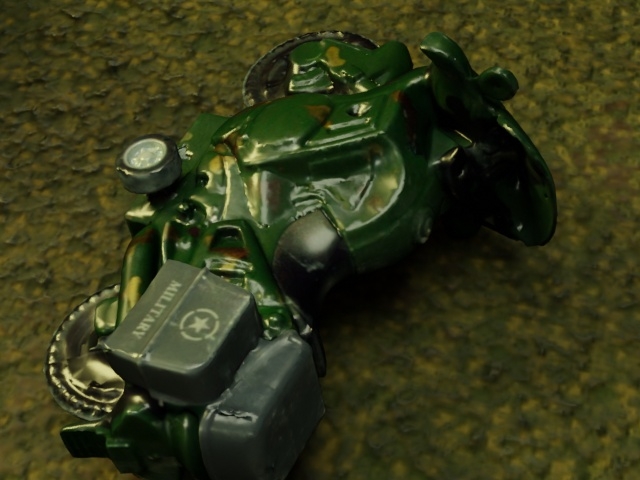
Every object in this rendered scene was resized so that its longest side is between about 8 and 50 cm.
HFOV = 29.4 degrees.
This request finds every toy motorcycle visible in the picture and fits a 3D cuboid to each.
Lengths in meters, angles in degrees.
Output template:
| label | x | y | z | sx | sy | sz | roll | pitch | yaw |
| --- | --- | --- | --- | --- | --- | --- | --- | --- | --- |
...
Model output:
| label | x | y | z | sx | sy | sz | roll | pitch | yaw |
| --- | --- | --- | --- | --- | --- | --- | --- | --- | --- |
| toy motorcycle | 0.000 | 0.000 | 0.555 | 0.187 | 0.125 | 0.275 | 15 | 53 | 26 |
